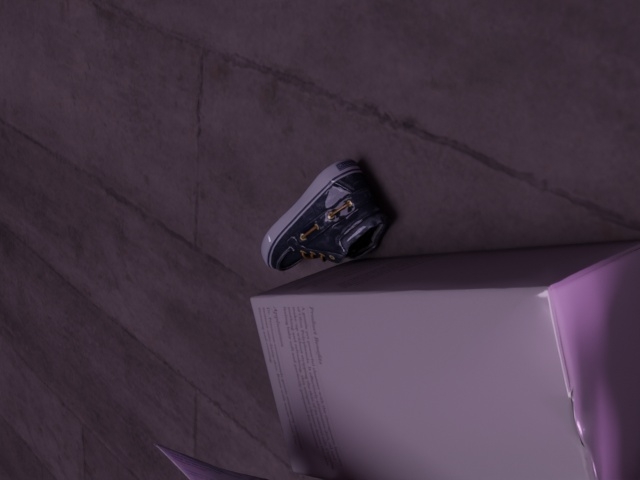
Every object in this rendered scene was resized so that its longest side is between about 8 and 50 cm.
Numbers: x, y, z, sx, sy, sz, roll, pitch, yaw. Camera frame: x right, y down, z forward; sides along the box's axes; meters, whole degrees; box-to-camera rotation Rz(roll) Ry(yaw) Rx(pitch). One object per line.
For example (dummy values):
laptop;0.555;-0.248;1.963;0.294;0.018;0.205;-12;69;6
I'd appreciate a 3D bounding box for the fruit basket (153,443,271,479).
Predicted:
fruit basket;0.044;0.317;0.772;0.353;0.327;0.165;25;82;39

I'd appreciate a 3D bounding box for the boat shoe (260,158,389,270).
boat shoe;0.000;0.000;0.948;0.083;0.065;0.183;59;138;18

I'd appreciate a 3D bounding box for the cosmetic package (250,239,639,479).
cosmetic package;0.115;0.116;0.784;0.365;0.155;0.197;-4;100;50
